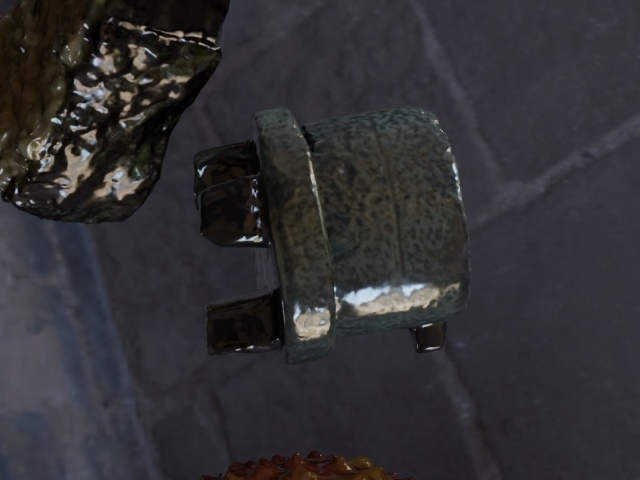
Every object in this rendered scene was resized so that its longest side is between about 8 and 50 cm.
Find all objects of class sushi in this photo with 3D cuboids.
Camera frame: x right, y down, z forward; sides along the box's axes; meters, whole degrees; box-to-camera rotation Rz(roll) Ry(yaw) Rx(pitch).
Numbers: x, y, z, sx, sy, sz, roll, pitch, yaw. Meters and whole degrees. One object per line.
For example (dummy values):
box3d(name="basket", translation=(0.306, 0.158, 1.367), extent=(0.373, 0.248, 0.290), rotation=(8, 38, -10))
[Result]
box3d(name="sushi", translation=(-0.220, -0.177, 1.363), extent=(0.211, 0.171, 0.350), rotation=(48, 118, 38))

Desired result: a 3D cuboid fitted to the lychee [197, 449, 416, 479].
box3d(name="lychee", translation=(-0.013, 0.258, 0.816), extent=(0.276, 0.304, 0.275), rotation=(-2, 85, 21))

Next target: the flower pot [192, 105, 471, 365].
box3d(name="flower pot", translation=(0.000, 0.000, 1.576), extent=(0.283, 0.299, 0.299), rotation=(-8, 82, -8))
